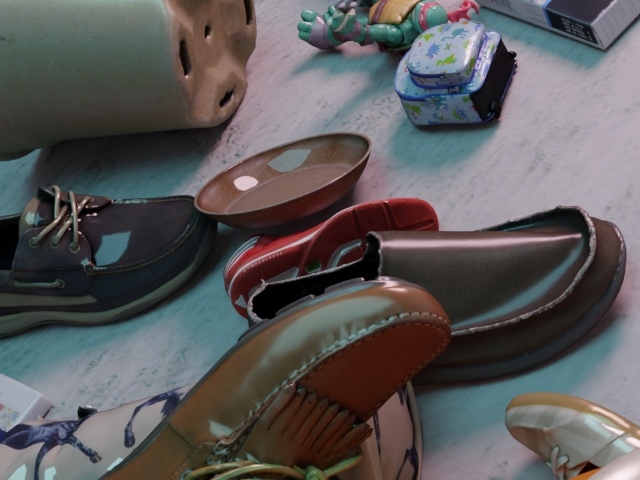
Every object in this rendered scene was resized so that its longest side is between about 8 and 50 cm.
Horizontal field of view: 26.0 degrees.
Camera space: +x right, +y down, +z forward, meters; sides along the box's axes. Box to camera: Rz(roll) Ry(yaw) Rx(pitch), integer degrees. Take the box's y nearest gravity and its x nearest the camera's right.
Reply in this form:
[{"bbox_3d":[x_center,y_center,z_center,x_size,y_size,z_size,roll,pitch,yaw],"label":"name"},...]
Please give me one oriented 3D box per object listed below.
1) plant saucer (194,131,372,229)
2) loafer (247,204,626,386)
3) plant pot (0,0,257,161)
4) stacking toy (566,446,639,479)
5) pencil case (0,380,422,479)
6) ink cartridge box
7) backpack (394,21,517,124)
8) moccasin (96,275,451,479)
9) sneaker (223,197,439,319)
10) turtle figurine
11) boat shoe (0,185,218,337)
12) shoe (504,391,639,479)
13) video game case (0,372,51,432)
[{"bbox_3d":[-0.035,-0.059,1.470,0.199,0.036,0.198,-18,20,7],"label":"plant saucer"},{"bbox_3d":[0.093,0.054,1.244,0.366,0.130,0.133,-21,43,15],"label":"loafer"},{"bbox_3d":[-0.256,-0.250,1.660,0.306,0.334,0.333,6,54,23],"label":"plant pot"},{"bbox_3d":[0.102,0.295,0.944,0.480,0.350,0.350,-5,46,55],"label":"stacking toy"},{"bbox_3d":[-0.102,0.193,1.216,0.410,0.160,0.183,-16,57,20],"label":"pencil case"},{"bbox_3d":[0.301,-0.316,1.532,0.208,0.045,0.206,-44,41,-13],"label":"ink cartridge box"},{"bbox_3d":[0.136,-0.179,1.477,0.114,0.084,0.105,-5,46,33],"label":"backpack"},{"bbox_3d":[-0.055,0.173,1.012,0.380,0.139,0.147,-38,52,3],"label":"moccasin"},{"bbox_3d":[0.000,0.000,1.394,0.221,0.087,0.128,-18,20,-11],"label":"sneaker"},{"bbox_3d":[0.077,-0.266,1.576,0.175,0.118,0.234,-36,23,-24],"label":"turtle figurine"},{"bbox_3d":[-0.286,0.015,1.531,0.355,0.130,0.132,-17,44,20],"label":"boat shoe"},{"bbox_3d":[0.228,0.176,1.079,0.219,0.076,0.058,18,57,40],"label":"shoe"},{"bbox_3d":[-0.424,0.229,1.495,0.206,0.026,0.227,16,62,42],"label":"video game case"}]
